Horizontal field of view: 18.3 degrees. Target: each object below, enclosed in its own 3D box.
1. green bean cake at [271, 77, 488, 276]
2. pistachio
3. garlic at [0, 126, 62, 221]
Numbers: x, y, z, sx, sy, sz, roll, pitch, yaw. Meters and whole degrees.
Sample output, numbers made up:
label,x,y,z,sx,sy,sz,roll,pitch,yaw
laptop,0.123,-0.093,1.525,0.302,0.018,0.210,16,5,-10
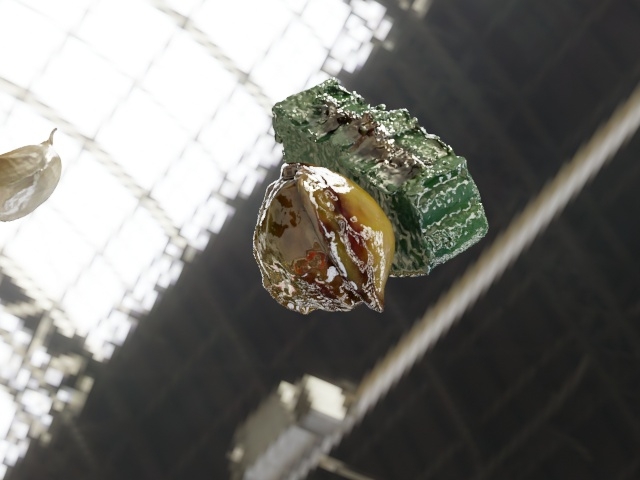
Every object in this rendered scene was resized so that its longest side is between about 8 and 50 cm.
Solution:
label,x,y,z,sx,sy,sz,roll,pitch,yaw
green bean cake,0.060,-0.066,1.951,0.208,0.107,0.193,1,-69,60
pistachio,0.000,0.000,1.812,0.130,0.210,0.165,-37,-109,-7
garlic,-0.344,-0.075,2.304,0.084,0.152,0.066,60,-29,4
